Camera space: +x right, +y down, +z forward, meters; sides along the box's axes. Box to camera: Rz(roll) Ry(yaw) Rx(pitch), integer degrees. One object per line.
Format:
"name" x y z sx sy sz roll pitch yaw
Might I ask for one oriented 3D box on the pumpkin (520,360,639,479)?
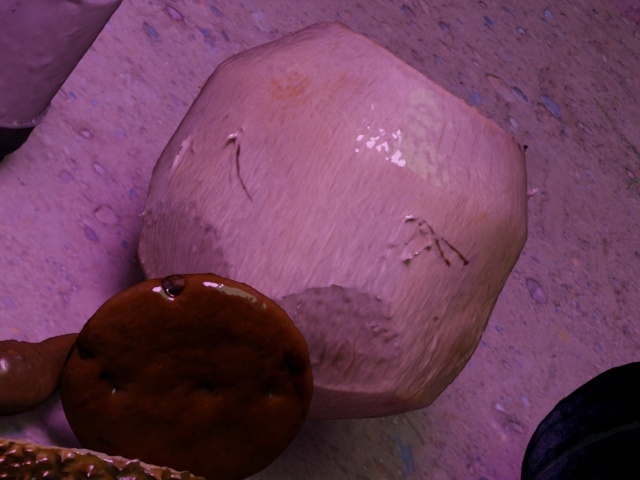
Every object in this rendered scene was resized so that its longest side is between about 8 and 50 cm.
"pumpkin" 0.371 0.299 1.747 0.363 0.266 0.363 38 28 -24

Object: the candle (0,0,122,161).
"candle" -0.267 -0.232 1.482 0.187 0.330 0.187 30 29 -18

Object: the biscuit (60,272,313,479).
"biscuit" -0.107 0.122 1.394 0.212 0.212 0.036 33 16 -24

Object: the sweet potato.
"sweet potato" -0.248 0.108 1.368 0.067 0.067 0.274 54 24 11

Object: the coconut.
"coconut" 0.000 0.000 1.560 0.346 0.360 0.346 32 4 -2

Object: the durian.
"durian" -0.157 0.207 1.324 0.252 0.144 0.139 13 26 -39
